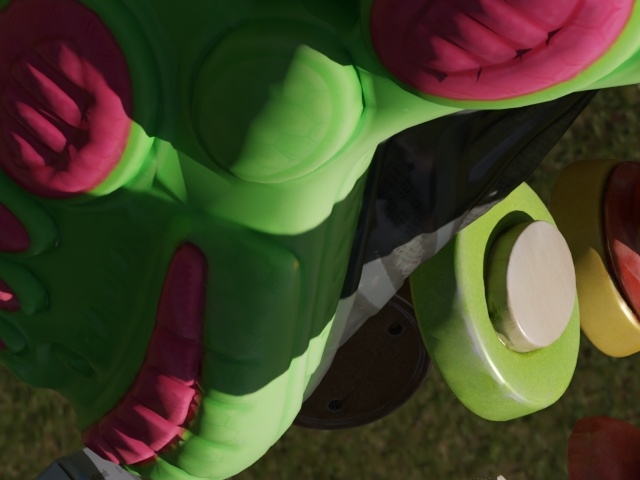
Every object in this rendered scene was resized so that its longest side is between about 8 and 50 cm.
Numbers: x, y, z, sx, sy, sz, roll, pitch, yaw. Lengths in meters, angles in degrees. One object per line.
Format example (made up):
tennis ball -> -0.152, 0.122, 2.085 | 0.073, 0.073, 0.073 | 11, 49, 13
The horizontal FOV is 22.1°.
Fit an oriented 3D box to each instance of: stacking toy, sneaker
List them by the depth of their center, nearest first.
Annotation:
sneaker -> 0.024, -0.103, 0.416 | 0.185, 0.202, 0.483 | 41, 144, -5
stacking toy -> 0.183, 0.081, 0.867 | 0.130, 0.309, 0.279 | -15, 166, 33

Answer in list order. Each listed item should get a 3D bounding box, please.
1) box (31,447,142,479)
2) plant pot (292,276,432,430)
box -> -0.164, 0.164, 0.726 | 0.186, 0.038, 0.145 | -41, 176, -2
plant pot -> 0.000, 0.000, 1.097 | 0.237, 0.254, 0.237 | -4, 126, -6
